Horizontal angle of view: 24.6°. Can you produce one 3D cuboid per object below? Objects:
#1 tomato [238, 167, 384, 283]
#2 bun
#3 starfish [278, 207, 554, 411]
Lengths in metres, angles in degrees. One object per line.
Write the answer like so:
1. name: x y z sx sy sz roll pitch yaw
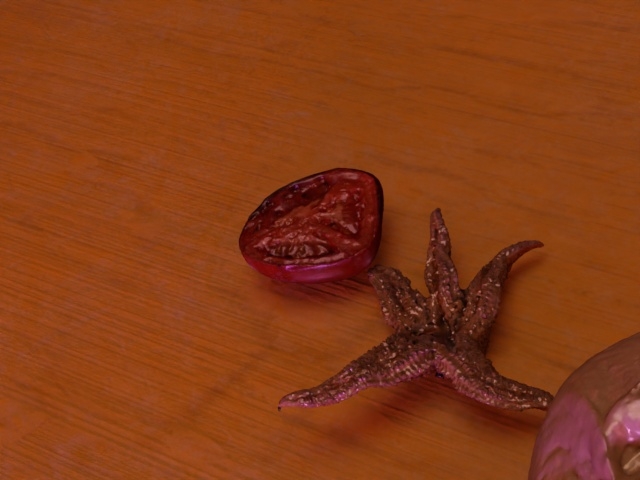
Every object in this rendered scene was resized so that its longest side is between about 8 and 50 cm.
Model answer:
1. tomato: -0.005 -0.004 1.771 0.174 0.082 0.166 -6 46 12
2. bun: 0.348 0.221 1.335 0.361 0.213 0.361 -12 46 13
3. starfish: 0.120 0.088 1.640 0.302 0.084 0.293 -4 43 12
